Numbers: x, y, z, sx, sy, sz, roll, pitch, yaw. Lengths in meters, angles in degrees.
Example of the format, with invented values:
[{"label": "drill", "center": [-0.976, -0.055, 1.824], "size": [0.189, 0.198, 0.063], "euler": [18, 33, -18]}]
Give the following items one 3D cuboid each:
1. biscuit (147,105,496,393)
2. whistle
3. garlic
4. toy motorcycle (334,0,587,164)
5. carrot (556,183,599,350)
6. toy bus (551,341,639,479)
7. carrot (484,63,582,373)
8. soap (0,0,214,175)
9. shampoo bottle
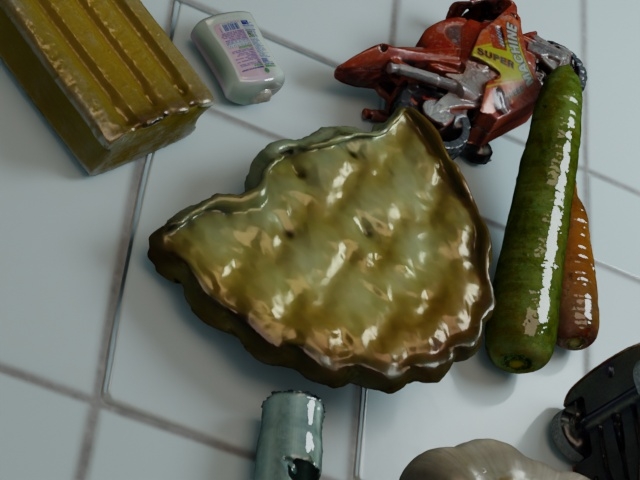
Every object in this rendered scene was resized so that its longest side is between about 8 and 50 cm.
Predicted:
[{"label": "biscuit", "center": [0.000, 0.000, 1.718], "size": [0.335, 0.078, 0.329], "euler": [5, 52, -16]}, {"label": "whistle", "center": [-0.034, 0.269, 1.528], "size": [0.062, 0.062, 0.312], "euler": [20, 50, -19]}, {"label": "garlic", "center": [0.148, 0.283, 1.569], "size": [0.228, 0.152, 0.228], "euler": [6, 66, -14]}, {"label": "toy motorcycle", "center": [0.158, -0.176, 1.952], "size": [0.298, 0.089, 0.171], "euler": [-26, 73, -41]}, {"label": "carrot", "center": [0.259, 0.011, 1.906], "size": [0.059, 0.059, 0.248], "euler": [19, 47, -19]}, {"label": "toy bus", "center": [0.325, 0.264, 1.706], "size": [0.153, 0.143, 0.329], "euler": [21, 48, -31]}, {"label": "carrot", "center": [0.224, -0.031, 1.860], "size": [0.074, 0.074, 0.358], "euler": [22, 61, -17]}, {"label": "soap", "center": [-0.224, -0.184, 1.731], "size": [0.140, 0.073, 0.232], "euler": [-27, 74, -43]}, {"label": "shampoo bottle", "center": [-0.079, -0.180, 1.839], "size": [0.072, 0.043, 0.099], "euler": [-16, 68, -38]}]
